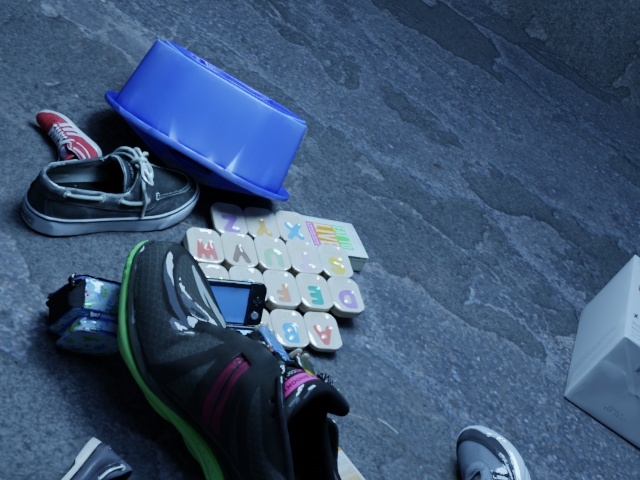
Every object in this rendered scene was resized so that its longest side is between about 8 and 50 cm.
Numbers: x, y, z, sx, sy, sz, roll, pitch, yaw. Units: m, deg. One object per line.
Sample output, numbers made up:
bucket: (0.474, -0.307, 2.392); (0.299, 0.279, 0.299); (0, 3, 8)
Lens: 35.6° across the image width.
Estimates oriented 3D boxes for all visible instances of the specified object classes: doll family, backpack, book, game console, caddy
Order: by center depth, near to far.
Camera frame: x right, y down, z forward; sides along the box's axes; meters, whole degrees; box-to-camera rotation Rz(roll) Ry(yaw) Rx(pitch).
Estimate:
backpack: (-0.280, 0.100, 1.270); (0.114, 0.105, 0.084); (12, 62, -33)
doll family: (-0.034, 0.189, 1.333); (0.193, 0.076, 0.111); (36, 18, -44)
game console: (-0.132, 0.114, 1.389); (0.122, 0.107, 0.071); (7, 14, -21)
caddy: (-0.182, -0.182, 1.625); (0.341, 0.179, 0.241); (30, 9, -6)
book: (0.000, 0.000, 1.691); (0.144, 0.035, 0.096); (8, 40, -29)

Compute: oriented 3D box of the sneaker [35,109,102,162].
sneaker: (-0.397, -0.152, 1.528); (0.118, 0.042, 0.067); (37, 31, -1)

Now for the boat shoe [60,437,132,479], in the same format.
boat shoe: (-0.263, 0.293, 1.068); (0.065, 0.075, 0.206); (30, 29, -1)

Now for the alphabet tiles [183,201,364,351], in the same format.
alphabet tiles: (-0.070, 0.050, 1.547); (0.284, 0.021, 0.278); (7, 47, -27)

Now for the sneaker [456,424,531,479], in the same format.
sneaker: (0.216, 0.366, 1.356); (0.153, 0.101, 0.269); (12, 43, -34)

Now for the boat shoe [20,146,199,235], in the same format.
boat shoe: (-0.293, -0.085, 1.477); (0.306, 0.105, 0.113); (-5, 51, -44)

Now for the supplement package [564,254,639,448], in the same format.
supplement package: (0.578, 0.195, 1.807); (0.177, 0.175, 0.293); (34, 34, 0)

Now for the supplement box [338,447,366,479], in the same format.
supplement box: (0.028, 0.327, 1.305); (0.062, 0.036, 0.098); (-15, 57, -49)

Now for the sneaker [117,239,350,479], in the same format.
sneaker: (-0.077, 0.190, 1.191); (0.483, 0.202, 0.185); (58, 21, 17)
